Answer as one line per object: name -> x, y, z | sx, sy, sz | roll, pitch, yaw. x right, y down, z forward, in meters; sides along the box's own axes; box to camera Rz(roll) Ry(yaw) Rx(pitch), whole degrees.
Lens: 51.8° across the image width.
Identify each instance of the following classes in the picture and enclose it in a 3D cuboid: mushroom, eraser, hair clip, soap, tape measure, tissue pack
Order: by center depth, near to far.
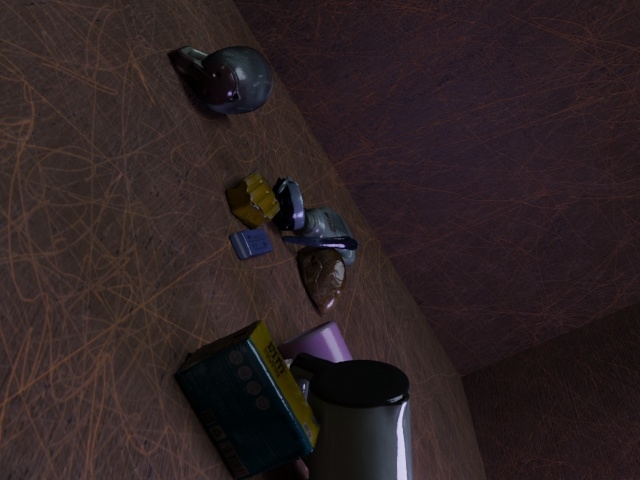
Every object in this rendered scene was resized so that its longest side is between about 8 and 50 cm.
tissue pack -> -0.144, 0.325, 1.359 | 0.270, 0.192, 0.134 | 62, 16, -6
eraser -> -0.207, 0.009, 2.007 | 0.082, 0.036, 0.225 | 66, 14, 4
soap -> -0.217, -0.128, 2.127 | 0.160, 0.080, 0.257 | 59, 15, -9
tape measure -> -0.113, -0.123, 2.335 | 0.182, 0.107, 0.181 | 109, -34, -63
hair clip -> 0.000, 0.000, 2.380 | 0.083, 0.275, 0.048 | -136, -126, -64
mushroom -> 0.022, 0.117, 2.385 | 0.156, 0.151, 0.285 | 41, 26, -52

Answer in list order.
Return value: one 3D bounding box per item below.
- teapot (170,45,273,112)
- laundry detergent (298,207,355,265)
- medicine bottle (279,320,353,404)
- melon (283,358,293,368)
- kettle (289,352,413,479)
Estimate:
teapot -> -0.347, -0.566, 2.247 | 0.315, 0.233, 0.312 | 34, 20, 3
laundry detergent -> 0.012, -0.028, 2.669 | 0.398, 0.125, 0.264 | 23, 43, -67
medicine bottle -> 0.020, 0.389, 1.840 | 0.290, 0.178, 0.178 | 65, 14, 2
melon -> -0.082, 0.401, 1.725 | 0.182, 0.054, 0.098 | 65, 20, 10
kettle -> 0.054, 0.470, 1.529 | 0.250, 0.361, 0.376 | -14, 109, -40
